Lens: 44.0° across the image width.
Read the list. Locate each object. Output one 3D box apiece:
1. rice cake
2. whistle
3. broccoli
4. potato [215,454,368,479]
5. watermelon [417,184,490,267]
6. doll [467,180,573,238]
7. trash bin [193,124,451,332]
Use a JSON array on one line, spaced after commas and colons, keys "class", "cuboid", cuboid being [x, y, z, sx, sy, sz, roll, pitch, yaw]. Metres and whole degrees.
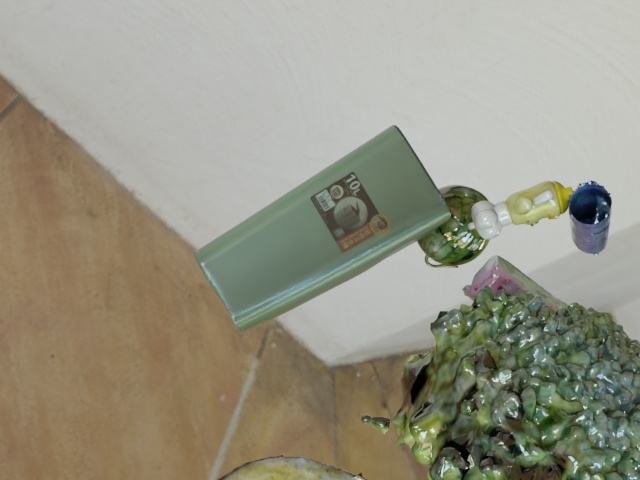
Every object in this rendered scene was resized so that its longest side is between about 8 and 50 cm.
[{"class": "rice cake", "cuboid": [0.285, 0.118, 0.938, 0.290, 0.081, 0.051, 36, 41, -21]}, {"class": "whistle", "cuboid": [0.410, -0.026, 1.207, 0.062, 0.062, 0.304, 71, 14, 16]}, {"class": "broccoli", "cuboid": [0.194, 0.202, 0.747, 0.293, 0.280, 0.348, 39, 30, 9]}, {"class": "potato", "cuboid": [-0.009, 0.353, 0.802, 0.299, 0.116, 0.239, 37, 73, 0]}, {"class": "watermelon", "cuboid": [0.231, -0.014, 1.427, 0.141, 0.187, 0.140, 19, 40, -18]}, {"class": "doll", "cuboid": [0.304, -0.046, 1.210, 0.106, 0.163, 0.062, 19, 55, -75]}, {"class": "trash bin", "cuboid": [0.000, 0.000, 1.188, 0.158, 0.344, 0.223, 57, -6, 4]}]
